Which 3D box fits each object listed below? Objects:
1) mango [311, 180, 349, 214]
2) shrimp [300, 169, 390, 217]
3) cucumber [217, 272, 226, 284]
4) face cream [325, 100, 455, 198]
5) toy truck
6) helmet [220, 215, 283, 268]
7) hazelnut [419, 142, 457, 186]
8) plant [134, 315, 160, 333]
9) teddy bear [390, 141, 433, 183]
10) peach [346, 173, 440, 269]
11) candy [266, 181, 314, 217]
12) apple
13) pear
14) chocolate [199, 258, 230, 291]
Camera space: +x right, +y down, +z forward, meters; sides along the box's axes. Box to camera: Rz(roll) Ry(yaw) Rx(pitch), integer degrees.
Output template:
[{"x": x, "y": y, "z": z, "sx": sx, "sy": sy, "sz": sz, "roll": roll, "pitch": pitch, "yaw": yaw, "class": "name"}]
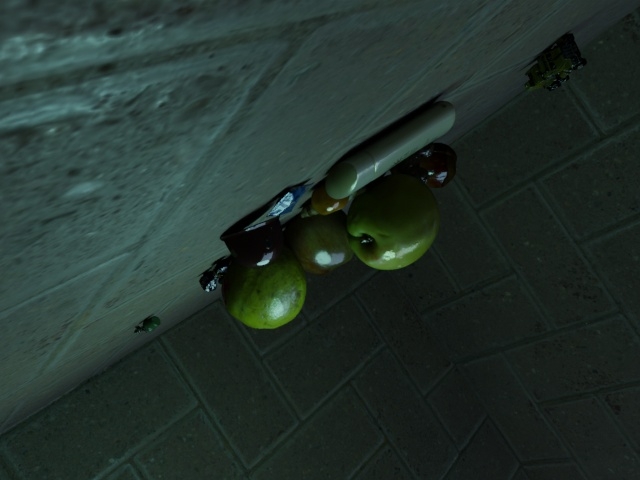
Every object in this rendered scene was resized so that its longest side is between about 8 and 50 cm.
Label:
[{"x": 0.030, "y": -0.122, "z": 1.563, "sx": 0.115, "sy": 0.089, "sz": 0.165, "roll": -33, "pitch": -179, "yaw": 14, "class": "mango"}, {"x": 0.084, "y": -0.170, "z": 1.807, "sx": 0.365, "sy": 0.071, "sz": 0.233, "roll": -34, "pitch": -172, "yaw": -24, "class": "shrimp"}, {"x": -0.377, "y": 0.146, "z": 2.224, "sx": 0.043, "sy": 0.039, "sz": 0.163, "roll": -55, "pitch": -173, "yaw": -19, "class": "cucumber"}, {"x": 0.173, "y": -0.226, "z": 1.420, "sx": 0.348, "sy": 0.081, "sz": 0.173, "roll": -34, "pitch": 178, "yaw": -15, "class": "face cream"}, {"x": 0.820, "y": -0.620, "z": 1.994, "sx": 0.127, "sy": 0.127, "sz": 0.257, "roll": -19, "pitch": 175, "yaw": -8, "class": "toy truck"}, {"x": -0.154, "y": 0.014, "z": 1.350, "sx": 0.155, "sy": 0.106, "sz": 0.175, "roll": -22, "pitch": -175, "yaw": -26, "class": "helmet"}, {"x": 0.520, "y": -0.343, "z": 2.617, "sx": 0.218, "sy": 0.218, "sz": 0.234, "roll": -35, "pitch": 178, "yaw": 33, "class": "hazelnut"}, {"x": -0.621, "y": 0.309, "z": 2.017, "sx": 0.102, "sy": 0.051, "sz": 0.051, "roll": -30, "pitch": 180, "yaw": 22, "class": "plant"}, {"x": 0.306, "y": -0.270, "z": 1.996, "sx": 0.140, "sy": 0.177, "sz": 0.190, "roll": 12, "pitch": 168, "yaw": -8, "class": "teddy bear"}, {"x": 0.236, "y": -0.069, "z": 1.844, "sx": 0.315, "sy": 0.314, "sz": 0.281, "roll": -31, "pitch": 137, "yaw": -18, "class": "peach"}, {"x": -0.070, "y": -0.097, "z": 1.319, "sx": 0.088, "sy": 0.038, "sz": 0.136, "roll": -48, "pitch": 173, "yaw": 28, "class": "candy"}, {"x": 0.000, "y": 0.000, "z": 2.005, "sx": 0.256, "sy": 0.234, "sz": 0.257, "roll": -30, "pitch": 178, "yaw": -1, "class": "apple"}, {"x": -0.177, "y": 0.131, "z": 1.866, "sx": 0.287, "sy": 0.287, "sz": 0.375, "roll": -32, "pitch": 155, "yaw": -40, "class": "pear"}, {"x": -0.321, "y": 0.104, "z": 1.757, "sx": 0.147, "sy": 0.070, "sz": 0.072, "roll": -35, "pitch": -154, "yaw": 43, "class": "chocolate"}]
